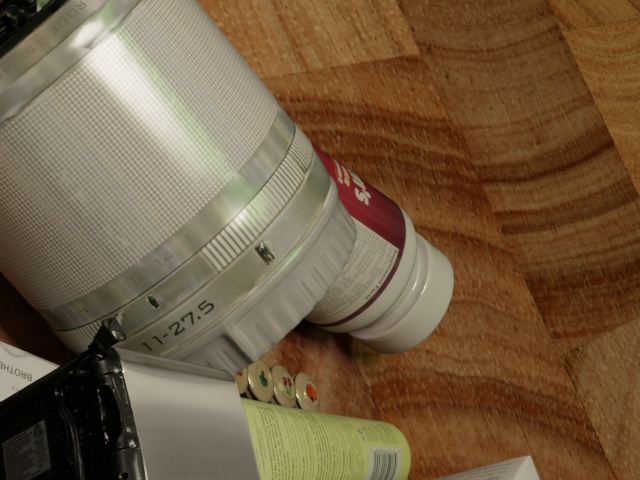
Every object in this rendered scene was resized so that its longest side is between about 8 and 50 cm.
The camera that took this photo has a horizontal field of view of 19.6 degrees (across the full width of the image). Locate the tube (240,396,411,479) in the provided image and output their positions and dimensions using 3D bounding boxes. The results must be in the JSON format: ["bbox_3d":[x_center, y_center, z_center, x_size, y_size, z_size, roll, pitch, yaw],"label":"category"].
[{"bbox_3d":[-0.022,0.155,1.358,0.070,0.062,0.240,36,13,32],"label":"tube"}]

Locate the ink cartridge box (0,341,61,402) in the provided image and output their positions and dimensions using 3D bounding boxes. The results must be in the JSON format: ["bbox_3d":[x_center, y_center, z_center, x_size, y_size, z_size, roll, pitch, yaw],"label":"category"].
[{"bbox_3d":[-0.208,0.206,1.119,0.185,0.065,0.311,29,44,-40],"label":"ink cartridge box"}]

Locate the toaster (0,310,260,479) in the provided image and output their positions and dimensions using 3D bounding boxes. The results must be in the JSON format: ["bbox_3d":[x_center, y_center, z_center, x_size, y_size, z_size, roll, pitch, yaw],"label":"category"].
[{"bbox_3d":[-0.121,0.157,1.052,0.110,0.185,0.168,12,57,-45],"label":"toaster"}]

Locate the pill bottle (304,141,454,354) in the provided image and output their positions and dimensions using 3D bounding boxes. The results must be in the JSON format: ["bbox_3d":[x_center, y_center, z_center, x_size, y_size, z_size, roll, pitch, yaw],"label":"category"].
[{"bbox_3d":[0.000,0.000,1.488,0.221,0.121,0.121,34,43,-36],"label":"pill bottle"}]

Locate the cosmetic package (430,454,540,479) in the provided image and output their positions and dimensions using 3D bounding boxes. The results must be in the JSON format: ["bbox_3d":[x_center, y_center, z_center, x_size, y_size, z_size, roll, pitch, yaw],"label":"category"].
[{"bbox_3d":[0.033,0.290,1.213,0.155,0.197,0.365,68,27,-8],"label":"cosmetic package"}]

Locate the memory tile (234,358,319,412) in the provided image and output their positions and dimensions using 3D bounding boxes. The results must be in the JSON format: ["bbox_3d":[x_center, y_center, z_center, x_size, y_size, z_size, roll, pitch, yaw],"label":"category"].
[{"bbox_3d":[-0.033,0.145,1.416,0.148,0.012,0.113,25,50,-57],"label":"memory tile"}]

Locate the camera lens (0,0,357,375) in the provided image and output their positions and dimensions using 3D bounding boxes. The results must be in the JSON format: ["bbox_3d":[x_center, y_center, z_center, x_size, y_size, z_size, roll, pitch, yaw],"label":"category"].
[{"bbox_3d":[-0.134,-0.051,1.255,0.274,0.219,0.219,50,35,-18],"label":"camera lens"}]
